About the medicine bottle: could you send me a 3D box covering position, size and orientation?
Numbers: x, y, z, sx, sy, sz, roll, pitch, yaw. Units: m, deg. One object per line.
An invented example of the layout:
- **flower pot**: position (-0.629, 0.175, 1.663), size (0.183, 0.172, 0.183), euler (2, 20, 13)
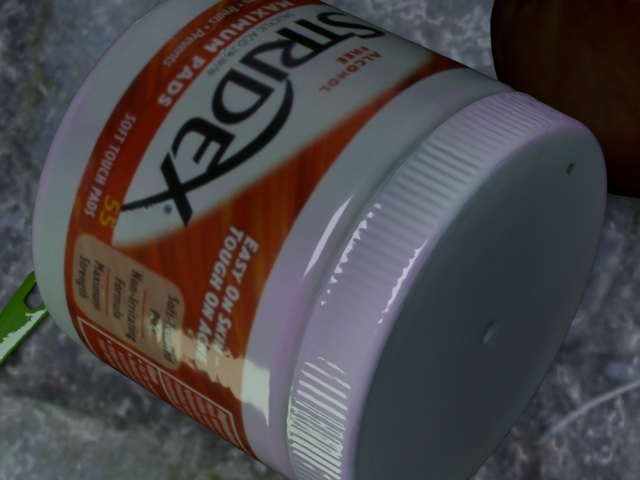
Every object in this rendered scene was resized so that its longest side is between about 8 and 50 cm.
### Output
- **medicine bottle**: position (0.000, 0.000, 0.898), size (0.241, 0.252, 0.252), euler (28, 87, 27)

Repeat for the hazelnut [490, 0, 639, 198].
- **hazelnut**: position (0.211, -0.132, 0.919), size (0.229, 0.229, 0.229), euler (-2, 80, 10)

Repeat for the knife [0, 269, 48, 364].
- **knife**: position (-0.229, 0.091, 1.065), size (0.078, 0.022, 0.166), euler (36, 89, 9)
